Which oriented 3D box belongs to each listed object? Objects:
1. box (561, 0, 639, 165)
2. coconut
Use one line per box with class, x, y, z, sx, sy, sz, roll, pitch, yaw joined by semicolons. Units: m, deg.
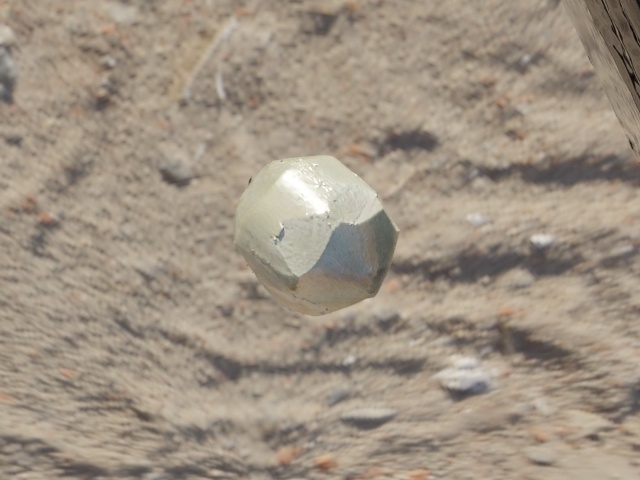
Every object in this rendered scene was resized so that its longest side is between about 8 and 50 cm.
box;0.138;-0.076;0.597;0.073;0.290;0.289;-27;104;9
coconut;0.000;-0.002;1.624;0.162;0.161;0.161;38;81;29
